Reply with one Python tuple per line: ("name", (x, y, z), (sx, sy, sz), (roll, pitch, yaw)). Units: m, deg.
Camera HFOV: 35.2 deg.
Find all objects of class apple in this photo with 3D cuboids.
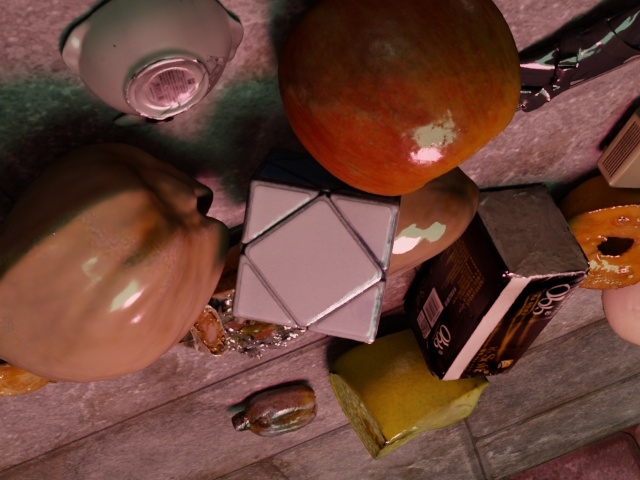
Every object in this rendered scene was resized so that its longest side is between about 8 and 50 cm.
("apple", (0.106, -0.186, 1.259), (0.301, 0.302, 0.301), (-16, 149, -10))

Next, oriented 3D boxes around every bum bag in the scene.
("bum bag", (0.393, -0.273, 1.500), (0.248, 0.060, 0.123), (-31, 149, 16))

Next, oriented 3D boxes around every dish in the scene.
("dish", (-0.196, -0.202, 1.233), (0.224, 0.078, 0.246), (-10, 147, -21))

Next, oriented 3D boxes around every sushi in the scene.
("sushi", (-0.102, 0.099, 1.695), (0.184, 0.139, 0.274), (-33, 144, 22))

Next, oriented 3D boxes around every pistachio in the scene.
("pistachio", (-0.298, 0.041, 1.387), (0.365, 0.281, 0.445), (-23, 164, -22))
("pistachio", (0.115, -0.029, 1.601), (0.288, 0.166, 0.197), (-28, 138, 15))

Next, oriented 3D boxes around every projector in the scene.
("projector", (0.631, -0.180, 1.761), (0.269, 0.088, 0.193), (-4, 145, -27))

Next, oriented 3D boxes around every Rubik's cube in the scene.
("Rubik's cube", (0.000, 0.000, 1.419), (0.205, 0.205, 0.207), (12, 107, 2))

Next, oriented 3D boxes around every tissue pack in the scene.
("tissue pack", (0.308, 0.091, 1.873), (0.198, 0.210, 0.370), (-9, 148, -26))

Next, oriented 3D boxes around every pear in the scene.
("pear", (0.196, 0.286, 2.083), (0.318, 0.239, 0.342), (-28, 165, -11))

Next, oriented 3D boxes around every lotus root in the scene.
("lotus root", (-0.097, 0.368, 2.170), (0.192, 0.088, 0.113), (-14, 132, -11))

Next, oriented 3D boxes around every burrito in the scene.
("burrito", (-0.242, 0.129, 1.619), (0.060, 0.226, 0.087), (-29, 115, -41))

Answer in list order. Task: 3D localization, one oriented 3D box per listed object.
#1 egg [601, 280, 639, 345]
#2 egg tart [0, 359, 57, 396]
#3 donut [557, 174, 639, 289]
("egg", (0.685, 0.071, 2.026), (0.264, 0.286, 0.174), (1, 144, 30))
("egg tart", (-0.498, 0.184, 1.627), (0.241, 0.106, 0.241), (-13, 152, -7))
("donut", (0.548, -0.021, 1.900), (0.277, 0.109, 0.278), (-3, 144, -2))
